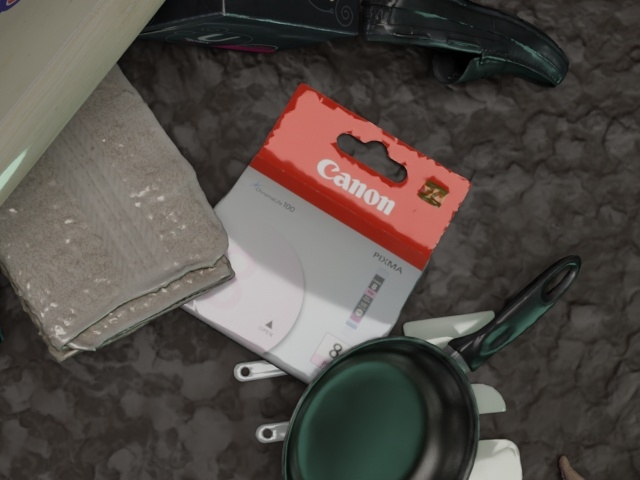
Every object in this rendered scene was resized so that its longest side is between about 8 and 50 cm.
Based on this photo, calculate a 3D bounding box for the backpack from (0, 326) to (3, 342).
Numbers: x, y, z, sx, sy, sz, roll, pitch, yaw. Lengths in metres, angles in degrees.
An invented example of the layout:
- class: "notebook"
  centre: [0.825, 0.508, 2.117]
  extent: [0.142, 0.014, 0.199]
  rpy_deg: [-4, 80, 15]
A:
- class: "backpack"
  centre: [-0.358, 0.051, 1.563]
  extent: [0.166, 0.188, 0.144]
  rpy_deg: [-15, 89, -5]

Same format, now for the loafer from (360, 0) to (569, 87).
- class: "loafer"
  centre: [0.125, -0.171, 1.643]
  extent: [0.223, 0.076, 0.078]
  rpy_deg: [19, 84, -34]

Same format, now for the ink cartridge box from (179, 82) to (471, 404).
- class: "ink cartridge box"
  centre: [0.000, 0.000, 1.658]
  extent: [0.189, 0.066, 0.232]
  rpy_deg: [31, 89, 1]

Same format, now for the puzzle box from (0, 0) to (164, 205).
- class: "puzzle box"
  centre: [-0.303, -0.117, 1.505]
  extent: [0.409, 0.272, 0.052]
  rpy_deg: [-54, 131, -20]

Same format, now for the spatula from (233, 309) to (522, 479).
- class: "spatula"
  centre: [0.052, 0.163, 1.678]
  extent: [0.242, 0.019, 0.168]
  rpy_deg: [-9, 89, -6]

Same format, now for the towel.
- class: "towel"
  centre: [-0.212, -0.046, 1.598]
  extent: [0.187, 0.049, 0.282]
  rpy_deg: [-29, 73, -24]

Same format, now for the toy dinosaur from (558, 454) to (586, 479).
- class: "toy dinosaur"
  centre: [0.274, 0.336, 1.641]
  extent: [0.200, 0.127, 0.296]
  rpy_deg: [-40, 85, 1]

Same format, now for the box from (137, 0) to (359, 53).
- class: "box"
  centre: [-0.071, -0.306, 1.598]
  extent: [0.165, 0.143, 0.270]
  rpy_deg: [3, 85, -44]

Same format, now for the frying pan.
- class: "frying pan"
  centre: [0.078, 0.118, 1.618]
  extent: [0.197, 0.053, 0.326]
  rpy_deg: [29, 86, -31]
